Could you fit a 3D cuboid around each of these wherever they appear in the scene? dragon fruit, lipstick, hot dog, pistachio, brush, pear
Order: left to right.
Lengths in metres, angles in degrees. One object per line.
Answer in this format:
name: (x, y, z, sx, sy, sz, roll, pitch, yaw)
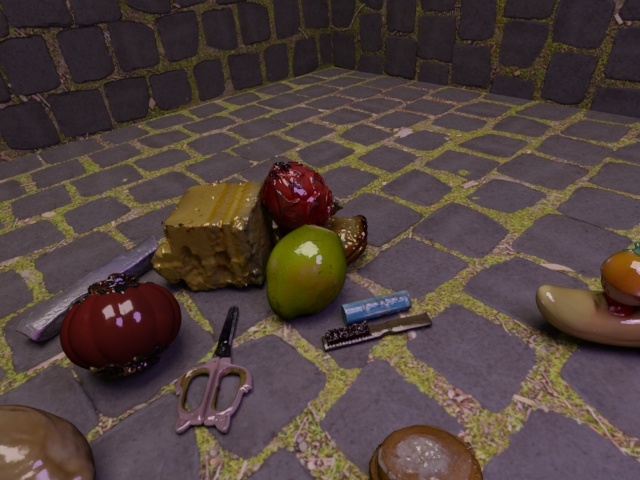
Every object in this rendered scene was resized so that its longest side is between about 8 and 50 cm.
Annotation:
pistachio: (-0.487, 0.353, 0.637, 0.293, 0.181, 0.162, 5, -1, 9)
dragon fruit: (-0.058, -0.107, 1.026, 0.172, 0.209, 0.172, -40, 26, 25)
pear: (-0.035, 0.080, 0.953, 0.188, 0.187, 0.219, 12, 74, 23)
hot dog: (0.003, 0.002, 1.115, 0.259, 0.114, 0.175, -3, 40, 10)
lipstick: (0.128, 0.153, 0.935, 0.158, 0.048, 0.048, -12, 36, -10)
brush: (0.125, 0.192, 0.891, 0.248, 0.036, 0.043, -11, 40, -8)

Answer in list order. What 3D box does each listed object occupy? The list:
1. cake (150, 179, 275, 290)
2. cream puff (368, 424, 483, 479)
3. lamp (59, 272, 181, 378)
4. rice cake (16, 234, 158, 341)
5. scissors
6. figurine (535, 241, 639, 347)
cake: (-0.282, -0.011, 1.069, 0.286, 0.222, 0.227, -1, 34, 7)
cream puff: (0.152, 0.352, 0.592, 0.165, 0.115, 0.150, 14, 32, 40)
lamp: (-0.406, 0.168, 0.838, 0.227, 0.226, 0.226, -3, 35, 2)
rice cake: (-0.571, 0.118, 1.061, 0.070, 0.064, 0.399, 24, 44, 21)
scissors: (-0.209, 0.252, 0.858, 0.160, 0.024, 0.317, -4, 35, 5)
figurine: (0.594, 0.114, 0.781, 0.325, 0.222, 0.124, 4, 39, 12)
